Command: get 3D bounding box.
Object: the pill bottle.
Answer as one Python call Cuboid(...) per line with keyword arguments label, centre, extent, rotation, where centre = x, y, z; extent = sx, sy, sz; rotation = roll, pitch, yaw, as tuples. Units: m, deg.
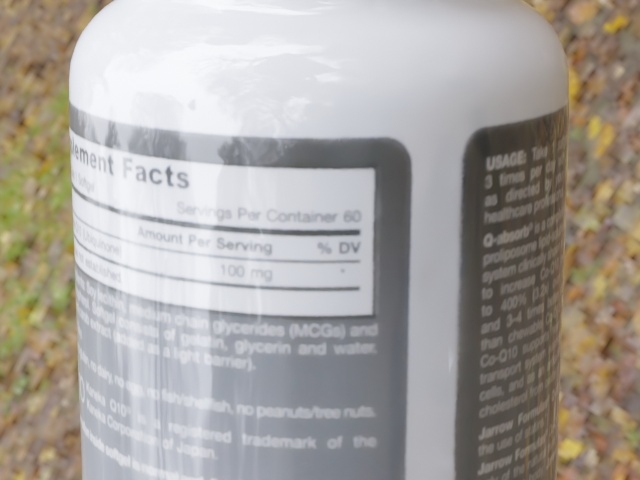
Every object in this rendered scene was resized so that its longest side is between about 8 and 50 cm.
Cuboid(label="pill bottle", centre=(0.000, 0.000, 0.707), extent=(0.210, 0.210, 0.363), rotation=(-151, 58, -63))
